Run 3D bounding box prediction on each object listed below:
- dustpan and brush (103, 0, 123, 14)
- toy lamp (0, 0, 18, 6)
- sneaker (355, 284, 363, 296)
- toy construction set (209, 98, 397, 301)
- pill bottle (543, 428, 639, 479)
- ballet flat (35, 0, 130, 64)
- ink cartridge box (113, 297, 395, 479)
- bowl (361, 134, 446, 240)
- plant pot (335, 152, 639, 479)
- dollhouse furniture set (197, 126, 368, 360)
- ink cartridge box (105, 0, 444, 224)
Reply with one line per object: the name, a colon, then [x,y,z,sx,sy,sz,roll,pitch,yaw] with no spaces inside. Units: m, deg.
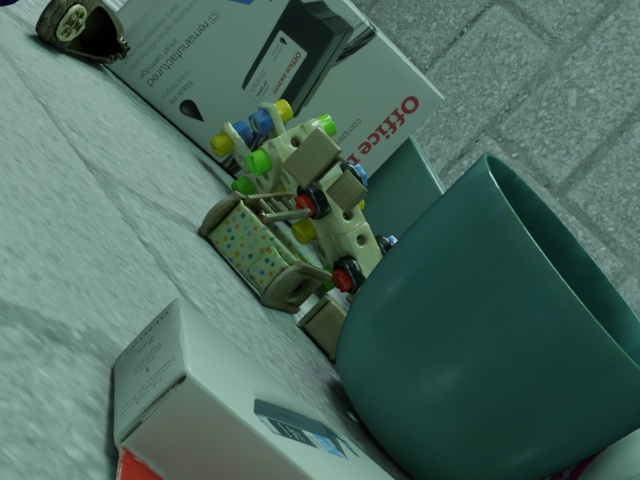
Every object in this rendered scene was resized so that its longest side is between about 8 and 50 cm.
dustpan and brush: [-0.303,-0.336,1.954,0.147,0.060,0.211,48,8,30]
toy lamp: [-0.375,-0.340,1.512,0.080,0.080,0.274,40,7,-28]
sneaker: [0.093,0.127,1.468,0.237,0.085,0.086,-108,179,-61]
toy construction set: [0.005,-0.027,1.651,0.327,0.151,0.215,50,-20,-15]
pill bottle: [0.290,0.253,1.333,0.160,0.160,0.283,41,-3,-24]
ballet flat: [-0.277,-0.250,1.566,0.058,0.084,0.250,44,1,4]
ink cartridge box: [0.011,0.183,0.732,0.296,0.066,0.261,42,6,-16]
bowl: [0.131,-0.009,1.949,0.311,0.163,0.311,58,6,-10]
plant pot: [0.157,0.102,1.236,0.293,0.235,0.293,47,15,-16]
dollhouse furniture set: [0.000,0.000,1.322,0.182,0.161,0.101,46,7,20]
ink cartridge box: [-0.067,-0.241,1.822,0.395,0.285,0.166,41,9,-24]
